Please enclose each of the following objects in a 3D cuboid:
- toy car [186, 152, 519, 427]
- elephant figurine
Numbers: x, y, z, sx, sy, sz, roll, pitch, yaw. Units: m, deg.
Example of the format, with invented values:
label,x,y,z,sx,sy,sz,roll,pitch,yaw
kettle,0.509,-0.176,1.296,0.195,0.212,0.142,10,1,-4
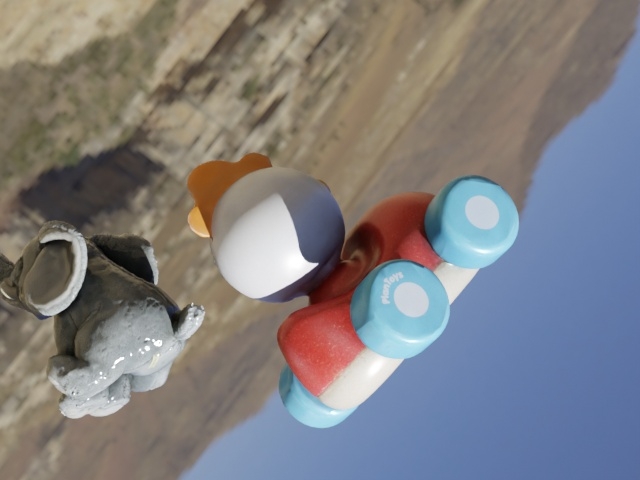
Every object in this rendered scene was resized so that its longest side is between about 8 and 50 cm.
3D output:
label,x,y,z,sx,sy,sz,roll,pitch,yaw
toy car,0.000,0.000,1.286,0.210,0.238,0.219,-48,179,-31
elephant figurine,-0.250,0.048,1.580,0.186,0.239,0.169,-25,160,-14
